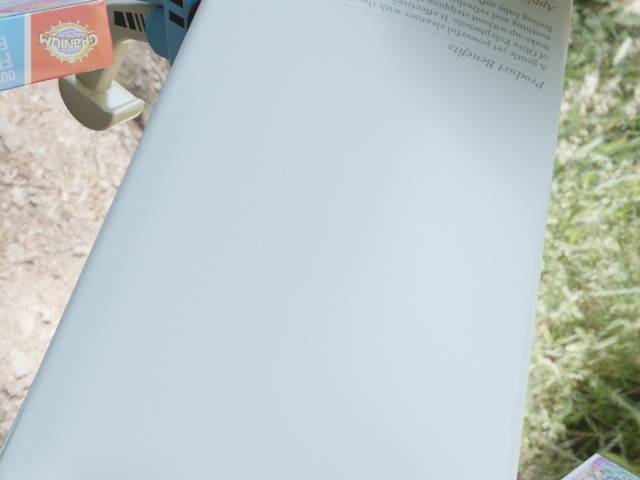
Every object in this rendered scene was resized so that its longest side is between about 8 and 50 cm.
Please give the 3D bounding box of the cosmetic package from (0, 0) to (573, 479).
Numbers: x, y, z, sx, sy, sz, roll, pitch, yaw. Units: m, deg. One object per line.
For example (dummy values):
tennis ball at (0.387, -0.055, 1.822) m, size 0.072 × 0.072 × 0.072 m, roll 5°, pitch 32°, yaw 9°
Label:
cosmetic package at (0.000, 0.000, 0.440) m, size 0.197 × 0.155 × 0.366 m, roll 19°, pitch 61°, yaw -3°

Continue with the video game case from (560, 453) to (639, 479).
video game case at (0.275, 0.255, 0.751) m, size 0.143 × 0.019 × 0.157 m, roll 28°, pitch 24°, yaw 34°

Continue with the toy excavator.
toy excavator at (-0.222, -0.350, 1.279) m, size 0.222 × 0.445 × 0.433 m, roll -37°, pitch 136°, yaw -48°

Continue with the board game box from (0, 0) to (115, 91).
board game box at (-0.390, -0.198, 0.852) m, size 0.242 × 0.316 × 0.064 m, roll -23°, pitch 119°, yaw -34°
